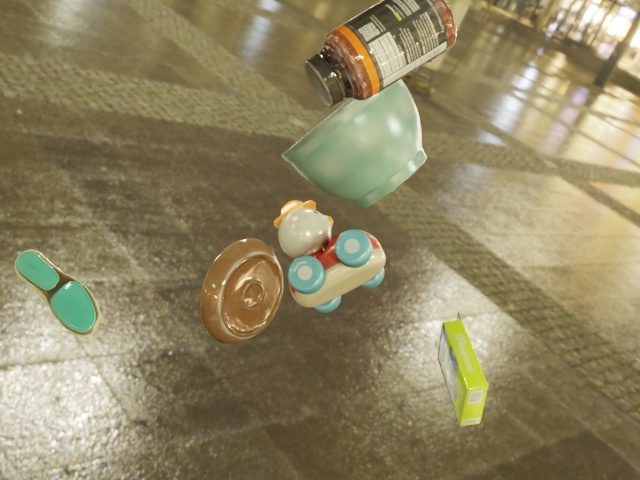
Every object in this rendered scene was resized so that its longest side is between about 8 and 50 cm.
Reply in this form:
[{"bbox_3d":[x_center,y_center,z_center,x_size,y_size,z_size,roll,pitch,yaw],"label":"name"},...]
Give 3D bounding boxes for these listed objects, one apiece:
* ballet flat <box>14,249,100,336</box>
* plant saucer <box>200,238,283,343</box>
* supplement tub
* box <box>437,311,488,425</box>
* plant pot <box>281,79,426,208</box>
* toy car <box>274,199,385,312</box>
[{"bbox_3d":[-0.347,0.072,1.008,0.168,0.057,0.052,41,-14,21],"label":"ballet flat"},{"bbox_3d":[-0.112,0.082,1.147,0.029,0.168,0.168,15,13,38],"label":"plant saucer"},{"bbox_3d":[0.077,-0.260,1.009,0.106,0.198,0.106,57,-7,10],"label":"supplement tub"},{"bbox_3d":[0.252,0.229,1.350,0.042,0.109,0.178,-6,41,-6],"label":"box"},{"bbox_3d":[0.093,-0.191,1.528,0.196,0.293,0.293,51,22,-7],"label":"plant pot"},{"bbox_3d":[0.000,0.000,1.574,0.238,0.210,0.219,62,3,20],"label":"toy car"}]
